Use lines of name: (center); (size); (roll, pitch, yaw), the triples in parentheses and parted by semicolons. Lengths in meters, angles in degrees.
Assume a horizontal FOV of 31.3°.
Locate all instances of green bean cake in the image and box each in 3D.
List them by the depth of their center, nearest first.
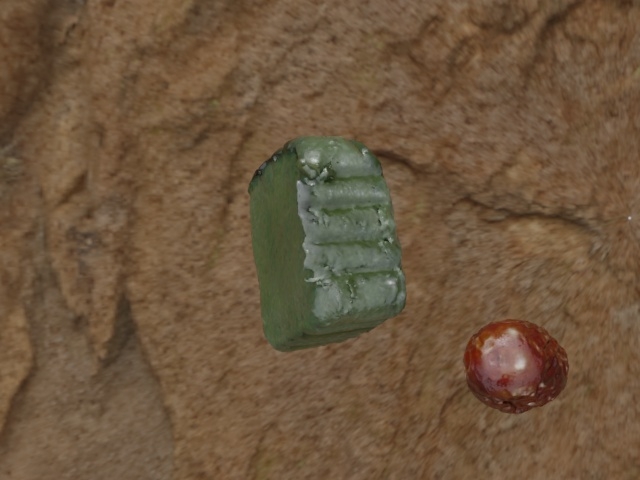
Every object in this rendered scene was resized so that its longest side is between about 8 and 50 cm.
green bean cake: (0.000, 0.000, 1.313); (0.125, 0.222, 0.227); (-9, 78, -22)

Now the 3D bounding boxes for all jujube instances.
jujube: (0.218, 0.143, 1.285); (0.112, 0.176, 0.109); (-42, 72, 4)
